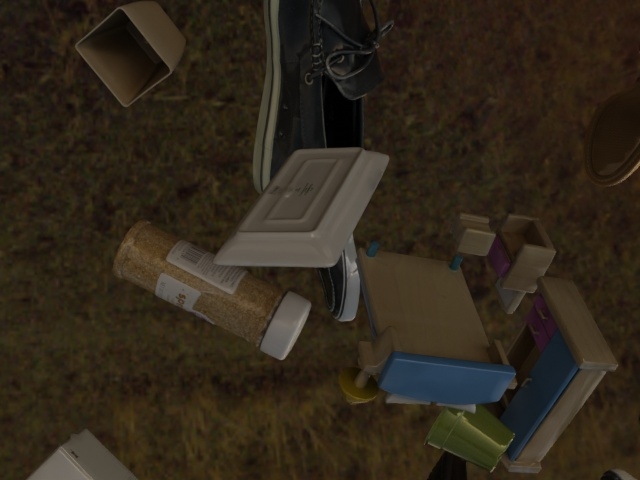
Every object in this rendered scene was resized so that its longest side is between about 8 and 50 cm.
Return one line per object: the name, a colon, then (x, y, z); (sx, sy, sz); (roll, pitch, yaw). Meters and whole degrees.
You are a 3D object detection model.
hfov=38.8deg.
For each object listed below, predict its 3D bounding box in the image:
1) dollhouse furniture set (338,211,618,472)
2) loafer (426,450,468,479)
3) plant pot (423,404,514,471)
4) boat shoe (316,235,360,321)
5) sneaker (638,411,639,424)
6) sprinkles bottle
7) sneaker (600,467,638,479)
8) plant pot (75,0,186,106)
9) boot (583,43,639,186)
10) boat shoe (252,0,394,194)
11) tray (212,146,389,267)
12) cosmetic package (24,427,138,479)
dollhouse furniture set: (0.134, 0.113, 1.075); (0.303, 0.286, 0.198); (8, 128, -19)
loafer: (0.179, 0.368, 1.178); (0.078, 0.220, 0.080); (20, 124, -7)
plant pot: (0.170, 0.216, 1.015); (0.079, 0.083, 0.083); (33, 156, 17)
boat shoe: (0.001, 0.000, 1.636); (0.104, 0.306, 0.113); (-9, -167, -18)
sneaker: (0.503, 0.245, 1.383); (0.047, 0.057, 0.119); (-21, -176, 27)
sprinkles bottle: (-0.197, 0.088, 1.659); (0.355, 0.121, 0.121); (26, 151, 5)
sneaker: (0.467, 0.380, 1.173); (0.086, 0.237, 0.085); (-34, 151, -26)
plant pot: (-0.253, -0.272, 1.270); (0.109, 0.096, 0.109); (-27, 109, 35)
boot: (0.361, -0.126, 0.969); (0.073, 0.197, 0.152); (28, 180, 38)
boat shoe: (0.015, -0.259, 1.237); (0.156, 0.187, 0.500); (21, 122, 22)
tray: (-0.017, -0.051, 1.075); (0.145, 0.270, 0.030); (0, 120, 20)
cosmetic package: (-0.502, 0.513, 1.556); (0.365, 0.155, 0.197); (-44, 179, -1)
